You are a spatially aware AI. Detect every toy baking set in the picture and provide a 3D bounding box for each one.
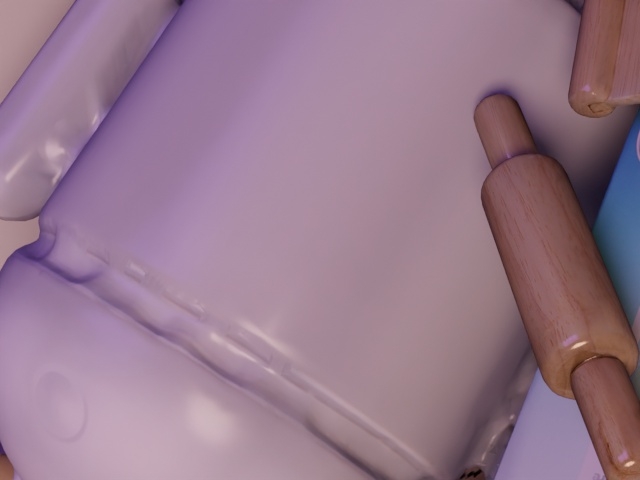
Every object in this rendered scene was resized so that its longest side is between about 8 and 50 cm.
[{"bbox_3d":[0.134,-0.022,0.429,0.197,0.030,0.256,-35,41,26],"label":"toy baking set"}]

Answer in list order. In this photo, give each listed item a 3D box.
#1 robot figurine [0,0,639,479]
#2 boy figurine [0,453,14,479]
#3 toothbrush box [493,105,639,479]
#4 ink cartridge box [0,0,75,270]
[{"bbox_3d":[0.000,0.000,0.623,0.300,0.200,0.353,31,81,17],"label":"robot figurine"},{"bbox_3d":[-0.160,0.165,0.678,0.177,0.092,0.285,-37,78,23],"label":"boy figurine"},{"bbox_3d":[0.165,0.095,0.441,0.216,0.126,0.295,9,72,51],"label":"toothbrush box"},{"bbox_3d":[-0.216,-0.033,0.828,0.207,0.119,0.353,20,116,53],"label":"ink cartridge box"}]
